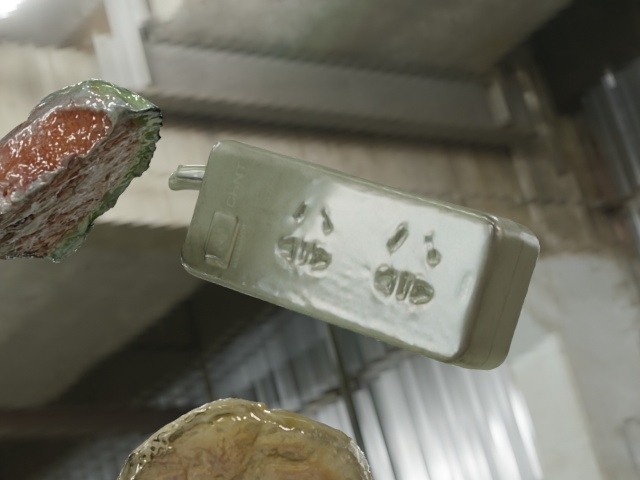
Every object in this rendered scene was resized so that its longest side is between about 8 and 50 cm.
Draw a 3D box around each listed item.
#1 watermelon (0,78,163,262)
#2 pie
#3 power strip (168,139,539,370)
[{"bbox_3d":[-0.181,-0.040,1.124,0.139,0.071,0.187,-30,-13,-42],"label":"watermelon"},{"bbox_3d":[-0.066,0.206,1.392,0.218,0.052,0.185,-16,-60,-3],"label":"pie"},{"bbox_3d":[0.000,0.000,1.133,0.288,0.093,0.053,17,3,38],"label":"power strip"}]
